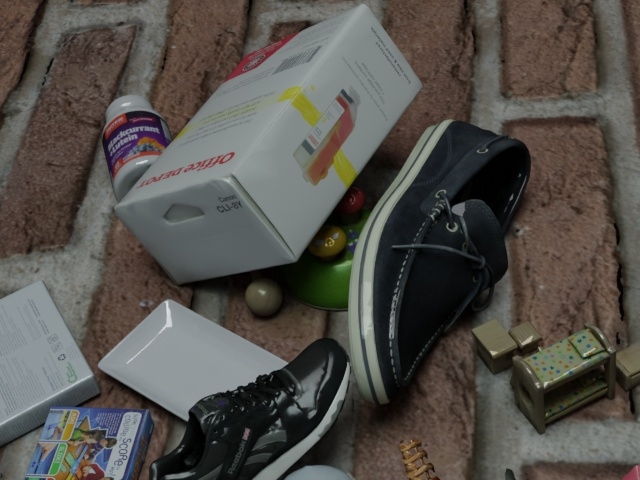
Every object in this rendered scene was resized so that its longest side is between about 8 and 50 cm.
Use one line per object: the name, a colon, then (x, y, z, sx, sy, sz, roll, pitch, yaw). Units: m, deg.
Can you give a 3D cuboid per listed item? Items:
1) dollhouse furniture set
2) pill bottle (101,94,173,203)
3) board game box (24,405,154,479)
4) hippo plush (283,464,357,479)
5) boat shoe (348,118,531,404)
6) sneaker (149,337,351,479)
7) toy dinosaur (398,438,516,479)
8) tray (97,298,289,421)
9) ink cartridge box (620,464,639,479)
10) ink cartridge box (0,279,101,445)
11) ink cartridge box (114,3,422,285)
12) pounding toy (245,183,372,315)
dollhouse furniture set: (0.307, 0.120, 1.617, 0.181, 0.101, 0.161, -24, 45, -13)
pill bottle: (-0.279, -0.138, 1.996, 0.108, 0.108, 0.193, -17, 44, -6)
board game box: (-0.297, 0.297, 1.609, 0.136, 0.035, 0.201, 1, 45, 13)
hippo plush: (-0.017, 0.371, 1.331, 0.234, 0.237, 0.294, -12, 44, -1)
boat shoe: (0.161, 0.012, 1.703, 0.155, 0.187, 0.500, 5, 41, 24)
sneaker: (-0.083, 0.213, 1.516, 0.283, 0.124, 0.107, -50, 31, -9)
toy dinosaur: (0.172, 0.344, 1.294, 0.164, 0.322, 0.218, -1, 19, 21)
tray: (-0.152, 0.180, 1.702, 0.270, 0.030, 0.145, 25, 54, 32)
ink cartridge box: (0.379, 0.360, 1.322, 0.158, 0.092, 0.218, 19, 41, -15)
ink cartridge box: (-0.438, 0.177, 1.752, 0.224, 0.045, 0.223, -26, 45, -13)
ink cartridge box: (-0.072, -0.131, 1.833, 0.279, 0.160, 0.385, -13, 33, 47)
pounding toy: (0.000, 0.000, 1.797, 0.236, 0.110, 0.183, -12, 44, -1)
